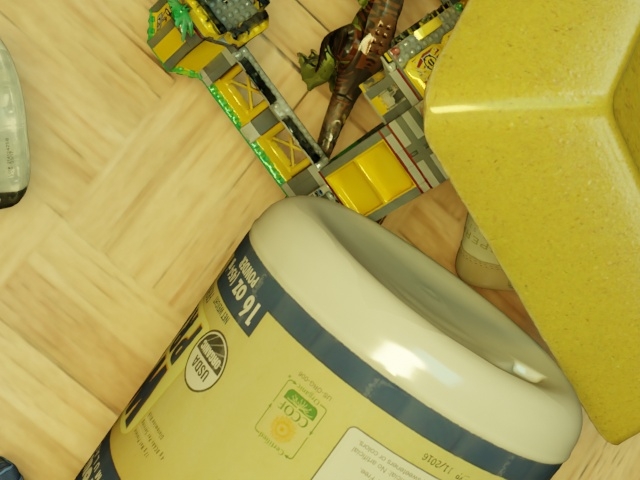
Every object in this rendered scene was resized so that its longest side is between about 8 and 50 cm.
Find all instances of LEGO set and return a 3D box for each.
[{"bbox_3d":[0.070,-0.160,0.920,0.331,0.192,0.255,-28,89,-36],"label":"LEGO set"}]

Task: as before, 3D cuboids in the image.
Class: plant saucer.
[{"bbox_3d":[0.219,-0.087,0.880,0.333,0.081,0.333,55,51,-39],"label":"plant saucer"}]

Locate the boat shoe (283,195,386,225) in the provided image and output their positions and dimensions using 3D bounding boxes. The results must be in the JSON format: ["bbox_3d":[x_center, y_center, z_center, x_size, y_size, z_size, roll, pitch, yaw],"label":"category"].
[{"bbox_3d":[0.000,0.000,0.993,0.178,0.064,0.060,-45,137,-29],"label":"boat shoe"}]

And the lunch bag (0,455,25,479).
[{"bbox_3d":[-0.228,0.178,0.865,0.098,0.067,0.065,-26,96,-22],"label":"lunch bag"}]

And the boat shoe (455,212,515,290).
[{"bbox_3d":[0.241,-0.005,1.083,0.302,0.109,0.098,0,122,-29],"label":"boat shoe"}]

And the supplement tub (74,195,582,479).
[{"bbox_3d":[-0.020,0.157,0.825,0.228,0.228,0.316,32,101,-18],"label":"supplement tub"}]

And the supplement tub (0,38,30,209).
[{"bbox_3d":[-0.281,-0.062,0.836,0.190,0.117,0.117,-11,90,-25],"label":"supplement tub"}]
